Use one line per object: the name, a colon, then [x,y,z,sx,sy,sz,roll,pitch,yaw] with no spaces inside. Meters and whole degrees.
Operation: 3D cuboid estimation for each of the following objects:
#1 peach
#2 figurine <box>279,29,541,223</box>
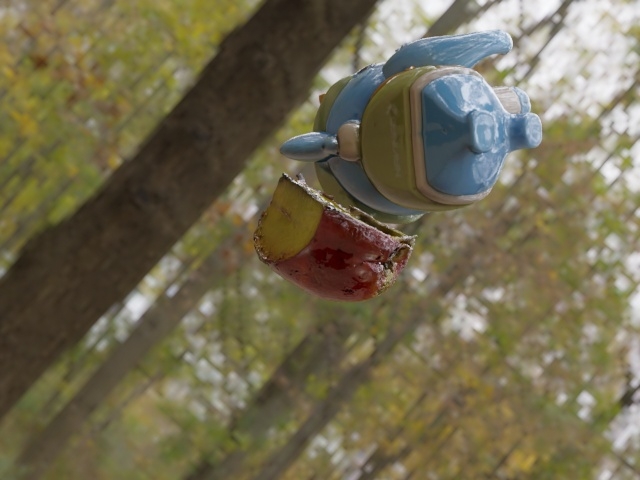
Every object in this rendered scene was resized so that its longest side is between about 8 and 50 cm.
peach: [0.000,0.000,0.808,0.083,0.050,0.077,31,9,22]
figurine: [0.091,-0.088,1.371,0.262,0.180,0.154,-3,-60,56]
